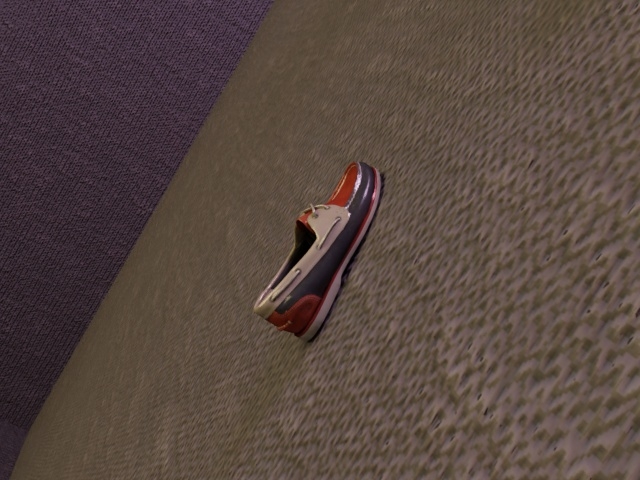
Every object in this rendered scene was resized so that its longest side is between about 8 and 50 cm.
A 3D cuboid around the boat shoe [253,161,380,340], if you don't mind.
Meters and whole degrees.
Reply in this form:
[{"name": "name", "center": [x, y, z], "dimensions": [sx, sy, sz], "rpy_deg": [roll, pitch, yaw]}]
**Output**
[{"name": "boat shoe", "center": [0.000, 0.000, 0.512], "dimensions": [0.137, 0.043, 0.049], "rpy_deg": [-65, 15, -18]}]
